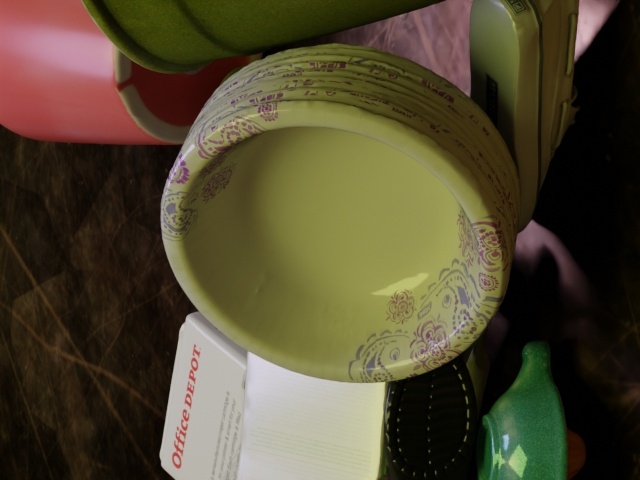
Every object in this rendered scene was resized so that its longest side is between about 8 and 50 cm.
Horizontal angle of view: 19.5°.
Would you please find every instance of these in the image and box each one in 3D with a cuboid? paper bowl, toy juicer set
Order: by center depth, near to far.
[{"bbox_3d":[0.022,-0.033,1.518,0.148,0.284,0.284,-72,5,-48],"label":"paper bowl"},{"bbox_3d":[0.175,0.199,1.602,0.209,0.089,0.329,105,164,-56],"label":"toy juicer set"}]

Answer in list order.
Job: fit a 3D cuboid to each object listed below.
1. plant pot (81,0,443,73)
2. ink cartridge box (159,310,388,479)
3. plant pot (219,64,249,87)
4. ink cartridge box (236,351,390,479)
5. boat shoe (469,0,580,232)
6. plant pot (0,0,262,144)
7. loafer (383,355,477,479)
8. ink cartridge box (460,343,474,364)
[{"bbox_3d":[0.029,-0.320,1.423,0.352,0.366,0.367,-1,98,25],"label":"plant pot"},{"bbox_3d":[-0.026,0.207,1.845,0.273,0.114,0.198,37,128,37],"label":"ink cartridge box"},{"bbox_3d":[-0.051,-0.131,1.889,0.079,0.083,0.083,17,112,42],"label":"plant pot"},{"bbox_3d":[0.001,0.198,1.680,0.171,0.056,0.235,8,95,40],"label":"ink cartridge box"},{"bbox_3d":[0.173,-0.106,1.520,0.095,0.084,0.258,52,155,34],"label":"boat shoe"},{"bbox_3d":[-0.208,-0.218,1.963,0.243,0.275,0.275,19,114,44],"label":"plant pot"},{"bbox_3d":[0.088,0.193,1.601,0.078,0.080,0.220,-160,70,-82],"label":"loafer"},{"bbox_3d":[0.106,0.049,1.639,0.063,0.029,0.115,107,151,-44],"label":"ink cartridge box"}]
